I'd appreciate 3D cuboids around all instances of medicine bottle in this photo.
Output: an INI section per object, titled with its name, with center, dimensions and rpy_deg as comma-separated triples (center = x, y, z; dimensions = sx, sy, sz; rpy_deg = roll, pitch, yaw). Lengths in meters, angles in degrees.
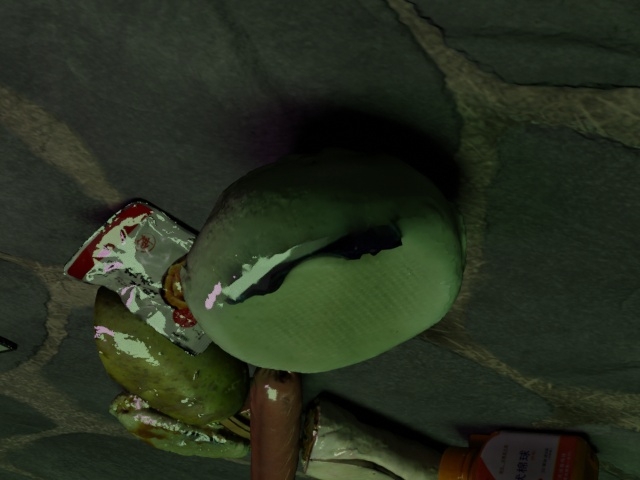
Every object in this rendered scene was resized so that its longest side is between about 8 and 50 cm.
[medicine bottle]
center = 0.297, 0.369, 2.094
dimensions = 0.222, 0.149, 0.112
rpy_deg = 0, 152, 26

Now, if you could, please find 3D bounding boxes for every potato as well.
[potato]
center = -0.210, 0.148, 1.902
dimensions = 0.176, 0.141, 0.298
rpy_deg = -18, 135, 24

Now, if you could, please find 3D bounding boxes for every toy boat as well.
[toy boat]
center = -0.117, 0.266, 2.195
dimensions = 0.072, 0.064, 0.206
rpy_deg = -23, 144, 24

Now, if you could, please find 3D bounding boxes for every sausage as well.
[sausage]
center = -0.071, 0.312, 2.157
dimensions = 0.087, 0.088, 0.433
rpy_deg = 10, 143, 6

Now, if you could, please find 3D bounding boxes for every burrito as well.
[burrito]
center = 0.078, 0.344, 2.210
dimensions = 0.299, 0.105, 0.143
rpy_deg = 27, 142, -25

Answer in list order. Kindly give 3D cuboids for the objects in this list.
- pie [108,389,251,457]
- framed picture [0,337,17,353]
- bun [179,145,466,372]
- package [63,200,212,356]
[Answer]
[pie]
center = -0.227, 0.302, 2.278
dimensions = 0.247, 0.090, 0.201
rpy_deg = 16, 162, -7
[framed picture]
center = -0.681, 0.148, 2.278
dimensions = 0.244, 0.013, 0.323
rpy_deg = 32, 150, -35
[bun]
center = 0.000, 0.000, 1.441
dimensions = 0.293, 0.187, 0.293
rpy_deg = -8, 145, -6
[package]
center = -0.188, 0.047, 1.737
dimensions = 0.154, 0.030, 0.239
rpy_deg = -41, 124, 20
